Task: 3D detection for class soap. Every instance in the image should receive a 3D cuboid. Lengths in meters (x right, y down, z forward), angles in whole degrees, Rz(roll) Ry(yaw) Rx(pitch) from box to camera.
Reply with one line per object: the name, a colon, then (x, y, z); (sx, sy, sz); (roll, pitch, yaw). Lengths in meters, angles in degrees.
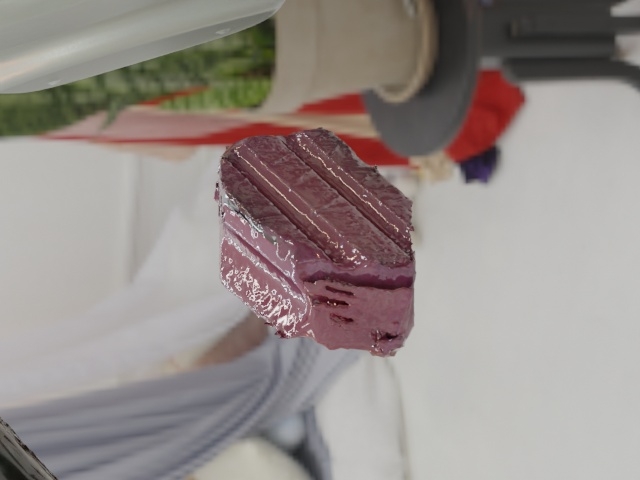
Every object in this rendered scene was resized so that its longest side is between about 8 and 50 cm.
soap: (0.000, 0.000, 1.505); (0.289, 0.182, 0.112); (40, 136, 45)

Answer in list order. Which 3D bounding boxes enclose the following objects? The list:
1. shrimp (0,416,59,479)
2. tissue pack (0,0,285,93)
shrimp: (-0.105, 0.123, 0.483); (0.071, 0.365, 0.233); (-29, 38, 17)
tissue pack: (-0.141, -0.211, 0.789); (0.333, 0.229, 0.236); (-31, -76, -87)
